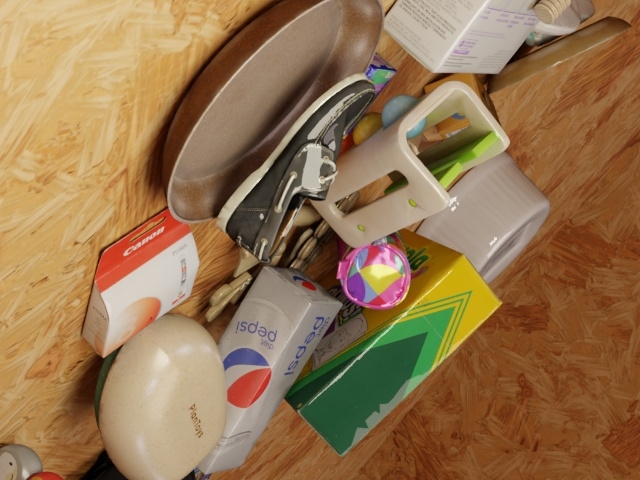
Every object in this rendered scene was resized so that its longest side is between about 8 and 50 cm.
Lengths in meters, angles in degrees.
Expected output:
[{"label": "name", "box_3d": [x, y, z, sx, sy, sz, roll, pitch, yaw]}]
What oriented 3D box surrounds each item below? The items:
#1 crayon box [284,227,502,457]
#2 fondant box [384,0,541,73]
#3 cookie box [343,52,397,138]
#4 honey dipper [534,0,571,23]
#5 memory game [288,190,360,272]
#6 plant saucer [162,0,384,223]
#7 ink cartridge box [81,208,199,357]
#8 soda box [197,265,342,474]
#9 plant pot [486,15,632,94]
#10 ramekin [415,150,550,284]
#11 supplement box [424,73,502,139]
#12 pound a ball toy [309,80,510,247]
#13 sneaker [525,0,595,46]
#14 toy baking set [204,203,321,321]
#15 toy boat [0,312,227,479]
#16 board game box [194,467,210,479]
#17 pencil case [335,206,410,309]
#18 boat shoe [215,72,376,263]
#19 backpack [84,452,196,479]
[{"label": "crayon box", "box_3d": [0.064, 0.130, 2.032, 0.313, 0.106, 0.363, -44, -163, -5]}, {"label": "fondant box", "box_3d": [0.241, -0.352, 1.628, 0.330, 0.096, 0.238, -51, 165, 21]}, {"label": "cookie box", "box_3d": [0.031, -0.171, 1.625, 0.107, 0.040, 0.092, -51, 166, 18]}, {"label": "honey dipper", "box_3d": [0.321, -0.325, 1.687, 0.161, 0.030, 0.030, -45, 166, -21]}, {"label": "memory game", "box_3d": [0.000, 0.000, 1.971, 0.186, 0.012, 0.186, -52, 174, -8]}, {"label": "plant saucer", "box_3d": [-0.057, -0.148, 1.432, 0.310, 0.050, 0.310, -43, 165, -14]}, {"label": "ink cartridge box", "box_3d": [-0.193, 0.039, 1.555, 0.145, 0.045, 0.179, -36, 164, -35]}, {"label": "soda box", "box_3d": [-0.093, 0.176, 1.872, 0.286, 0.091, 0.098, -58, 155, 12]}, {"label": "plant pot", "box_3d": [0.352, -0.282, 2.067, 0.236, 0.032, 0.236, -25, -176, 2]}, {"label": "ramekin", "box_3d": [0.299, -0.022, 2.557, 0.277, 0.135, 0.277, -43, 164, -15]}, {"label": "supplement box", "box_3d": [0.213, -0.179, 1.996, 0.080, 0.078, 0.233, -19, 168, 10]}, {"label": "pound a ball toy", "box_3d": [0.109, -0.120, 1.732, 0.208, 0.136, 0.319, -43, -172, -24]}, {"label": "sneaker", "box_3d": [0.329, -0.317, 2.014, 0.094, 0.080, 0.212, -38, 171, 31]}, {"label": "toy baking set", "box_3d": [-0.076, 0.024, 1.861, 0.197, 0.030, 0.256, -49, 168, 18]}, {"label": "toy boat", "box_3d": [-0.254, 0.223, 1.692, 0.318, 0.148, 0.267, -41, 145, -32]}, {"label": "board game box", "box_3d": [-0.254, 0.423, 2.388, 0.201, 0.035, 0.136, -29, 157, -48]}, {"label": "pencil case", "box_3d": [0.069, 0.021, 1.906, 0.104, 0.104, 0.236, -49, -172, 9]}, {"label": "boat shoe", "box_3d": [-0.012, -0.079, 1.495, 0.233, 0.079, 0.084, -50, 163, 8]}, {"label": "backpack", "box_3d": [-0.308, 0.492, 2.082, 0.290, 0.273, 0.355, -44, 179, -36]}]
